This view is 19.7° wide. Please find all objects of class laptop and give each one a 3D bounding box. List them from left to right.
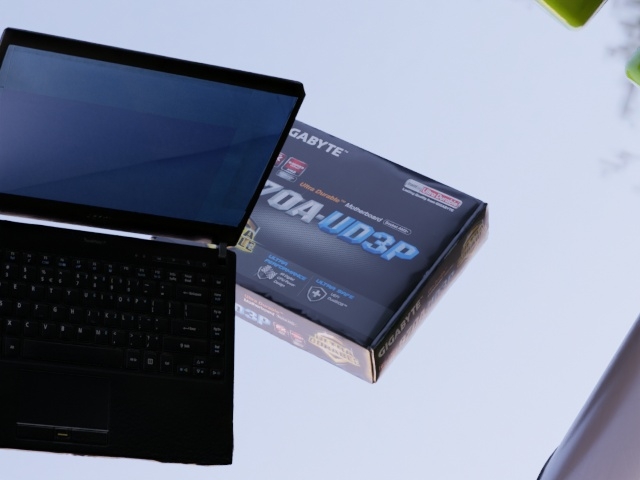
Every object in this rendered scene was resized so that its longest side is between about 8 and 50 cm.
[{"bbox_3d":[-0.140,0.014,1.302,0.234,0.136,0.264,8,-108,-26],"label":"laptop"}]

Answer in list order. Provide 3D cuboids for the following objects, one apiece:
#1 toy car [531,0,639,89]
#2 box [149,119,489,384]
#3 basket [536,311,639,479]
[{"bbox_3d":[0.173,-0.124,0.723,0.149,0.188,0.155,37,-82,-12],"label":"toy car"},{"bbox_3d":[0.000,0.000,1.498,0.175,0.220,0.051,-49,-29,-29],"label":"box"},{"bbox_3d":[0.220,0.078,0.904,0.204,0.154,0.227,-12,-35,-15],"label":"basket"}]
